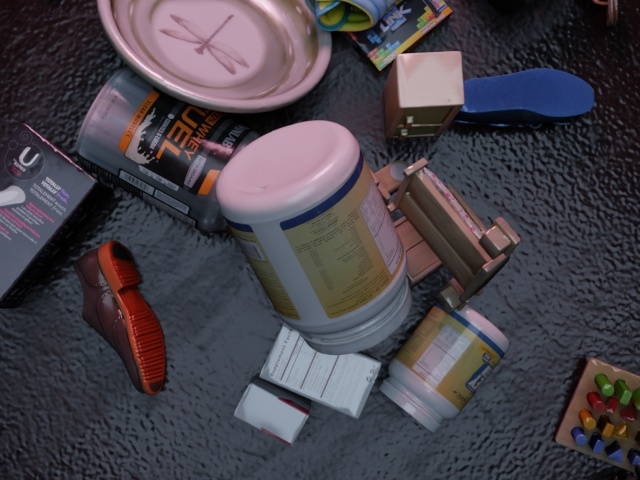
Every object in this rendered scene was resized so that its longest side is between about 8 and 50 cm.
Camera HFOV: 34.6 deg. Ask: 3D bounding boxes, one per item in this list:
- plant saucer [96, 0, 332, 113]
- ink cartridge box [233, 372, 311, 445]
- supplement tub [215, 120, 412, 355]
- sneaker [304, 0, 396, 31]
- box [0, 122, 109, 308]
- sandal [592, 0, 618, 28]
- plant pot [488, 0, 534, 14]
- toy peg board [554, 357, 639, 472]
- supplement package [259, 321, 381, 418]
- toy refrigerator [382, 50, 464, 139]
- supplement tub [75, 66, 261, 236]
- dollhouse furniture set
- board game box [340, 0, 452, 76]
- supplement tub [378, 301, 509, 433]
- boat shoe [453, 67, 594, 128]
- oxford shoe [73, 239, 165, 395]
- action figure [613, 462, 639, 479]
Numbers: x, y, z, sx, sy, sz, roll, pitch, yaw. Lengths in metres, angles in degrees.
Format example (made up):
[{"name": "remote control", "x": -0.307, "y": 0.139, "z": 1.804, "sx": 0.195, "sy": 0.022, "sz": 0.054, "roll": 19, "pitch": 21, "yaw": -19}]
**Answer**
[{"name": "plant saucer", "x": -0.182, "y": -0.351, "z": 1.735, "sx": 0.400, "sy": 0.100, "sz": 0.400, "roll": 11, "pitch": 55, "yaw": -16}, {"name": "ink cartridge box", "x": -0.077, "y": 0.278, "z": 1.711, "sx": 0.109, "sy": 0.150, "sz": 0.063, "roll": 28, "pitch": 90, "yaw": 1}, {"name": "supplement tub", "x": 0.000, "y": 0.000, "z": 1.585, "sx": 0.228, "sy": 0.228, "sz": 0.316, "roll": -28, "pitch": 122, "yaw": -3}, {"name": "sneaker", "x": 0.003, "y": -0.478, "z": 1.752, "sx": 0.319, "sy": 0.127, "sz": 0.208, "roll": 33, "pitch": 77, "yaw": 19}, {"name": "box", "x": -0.509, "y": -0.036, "z": 1.732, "sx": 0.165, "sy": 0.143, "sz": 0.270, "roll": 39, "pitch": 86, "yaw": 0}, {"name": "sandal", "x": 0.479, "y": -0.475, "z": 1.813, "sx": 0.060, "sy": 0.090, "sz": 0.219, "roll": -16, "pitch": 87, "yaw": 14}, {"name": "plant pot", "x": 0.344, "y": -0.497, "z": 1.772, "sx": 0.187, "sy": 0.188, "sz": 0.167, "roll": -32, "pitch": 100, "yaw": -3}, {"name": "toy peg board", "x": 0.505, "y": 0.306, "z": 1.735, "sx": 0.161, "sy": 0.079, "sz": 0.161, "roll": 21, "pitch": 99, "yaw": 1}, {"name": "supplement package", "x": 0.000, "y": 0.215, "z": 1.739, "sx": 0.179, "sy": 0.105, "sz": 0.105, "roll": 23, "pitch": 88, "yaw": 2}, {"name": "toy refrigerator", "x": 0.165, "y": -0.230, "z": 1.694, "sx": 0.102, "sy": 0.269, "sz": 0.094, "roll": -3, "pitch": 86, "yaw": -2}, {"name": "supplement tub", "x": -0.228, "y": -0.139, "z": 1.720, "sx": 0.316, "sy": 0.193, "sz": 0.193, "roll": 28, "pitch": 86, "yaw": 1}, {"name": "dollhouse furniture set", "x": 0.200, "y": -0.075, "z": 1.615, "sx": 0.174, "sy": 0.355, "sz": 0.303, "roll": -33, "pitch": 77, "yaw": -20}, {"name": "board game box", "x": 0.123, "y": -0.399, "z": 1.818, "sx": 0.170, "sy": 0.048, "sz": 0.141, "roll": -40, "pitch": 88, "yaw": -4}, {"name": "supplement tub", "x": 0.204, "y": 0.207, "z": 1.723, "sx": 0.144, "sy": 0.144, "sz": 0.200, "roll": 38, "pitch": 86, "yaw": 2}, {"name": "boat shoe", "x": 0.341, "y": -0.248, "z": 1.790, "sx": 0.258, "sy": 0.089, "sz": 0.109, "roll": 3, "pitch": 75, "yaw": -7}, {"name": "oxford shoe", "x": -0.343, "y": 0.142, "z": 1.759, "sx": 0.098, "sy": 0.097, "sz": 0.271, "roll": -22, "pitch": 81, "yaw": 17}, {"name": "action figure", "x": 0.491, "y": 0.479, "z": 1.702, "sx": 0.275, "sy": 0.141, "sz": 0.164, "roll": -23, "pitch": 119, "yaw": 0}]
